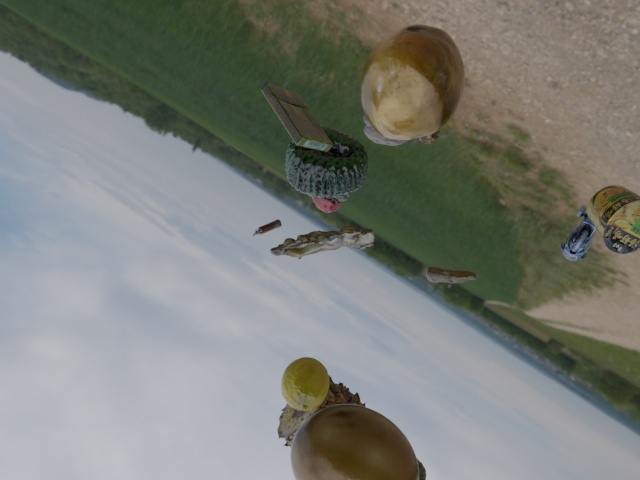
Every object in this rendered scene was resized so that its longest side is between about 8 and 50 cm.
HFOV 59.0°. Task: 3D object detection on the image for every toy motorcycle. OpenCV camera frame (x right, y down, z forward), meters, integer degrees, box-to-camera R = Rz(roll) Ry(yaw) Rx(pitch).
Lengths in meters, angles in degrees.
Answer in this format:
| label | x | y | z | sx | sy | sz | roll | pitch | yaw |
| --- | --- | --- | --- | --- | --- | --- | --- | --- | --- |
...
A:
| label | x | y | z | sx | sy | sz | roll | pitch | yaw |
| --- | --- | --- | --- | --- | --- | --- | --- | --- | --- |
| toy motorcycle | 0.772 | -0.021 | 1.652 | 0.092 | 0.136 | 0.254 | 33 | -132 | 21 |

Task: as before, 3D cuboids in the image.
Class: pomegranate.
| label | x | y | z | sx | sy | sz | roll | pitch | yaw |
| --- | --- | --- | --- | --- | --- | --- | --- | --- | --- |
| pomegranate | 0.232 | -0.402 | 1.437 | 0.307 | 0.307 | 0.307 | 31 | -177 | -2 |

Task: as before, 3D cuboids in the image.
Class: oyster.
| label | x | y | z | sx | sy | sz | roll | pitch | yaw |
| --- | --- | --- | --- | --- | --- | --- | --- | --- | --- |
| oyster | 0.001 | 0.000 | 1.709 | 0.344 | 0.079 | 0.128 | -9 | 166 | 24 |

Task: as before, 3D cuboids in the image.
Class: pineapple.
| label | x | y | z | sx | sy | sz | roll | pitch | yaw |
| --- | --- | --- | --- | --- | --- | --- | --- | --- | --- |
| pineapple | 0.024 | 0.720 | 2.231 | 0.300 | 0.352 | 0.352 | 35 | -178 | -10 |

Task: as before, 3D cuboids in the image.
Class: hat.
| label | x | y | z | sx | sy | sz | roll | pitch | yaw |
| --- | --- | --- | --- | --- | --- | --- | --- | --- | --- |
| hat | 0.014 | -0.207 | 1.942 | 0.274 | 0.242 | 0.332 | 23 | 147 | 12 |

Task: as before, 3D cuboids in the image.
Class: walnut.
| label | x | y | z | sx | sy | sz | roll | pitch | yaw |
| --- | --- | --- | --- | --- | --- | --- | --- | --- | --- |
| walnut | 0.277 | -0.469 | 2.202 | 0.224 | 0.224 | 0.224 | 31 | -177 | -2 |

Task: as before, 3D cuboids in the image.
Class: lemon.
| label | x | y | z | sx | sy | sz | roll | pitch | yaw |
| --- | --- | --- | --- | --- | --- | --- | --- | --- | --- |
| lemon | -0.055 | 0.512 | 2.016 | 0.180 | 0.193 | 0.181 | 17 | 147 | 12 |

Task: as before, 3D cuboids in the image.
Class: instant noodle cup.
| label | x | y | z | sx | sy | sz | roll | pitch | yaw |
| --- | --- | --- | --- | --- | --- | --- | --- | --- | --- |
| instant noodle cup | 0.745 | -0.062 | 1.405 | 0.151 | 0.151 | 0.122 | 30 | -157 | -27 |

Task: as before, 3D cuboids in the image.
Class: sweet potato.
| label | x | y | z | sx | sy | sz | roll | pitch | yaw |
| --- | --- | --- | --- | --- | --- | --- | --- | --- | --- |
| sweet potato | 0.504 | 0.136 | 2.228 | 0.081 | 0.062 | 0.233 | -16 | -169 | -37 |

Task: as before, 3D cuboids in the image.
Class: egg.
| label | x | y | z | sx | sy | sz | roll | pitch | yaw |
| --- | --- | --- | --- | --- | --- | --- | --- | --- | --- |
| egg | 0.091 | 0.582 | 1.483 | 0.351 | 0.283 | 0.282 | 27 | -177 | -5 |

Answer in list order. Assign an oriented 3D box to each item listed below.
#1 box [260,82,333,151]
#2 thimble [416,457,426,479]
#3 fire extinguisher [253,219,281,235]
| label | x | y | z | sx | sy | sz | roll | pitch | yaw |
| --- | --- | --- | --- | --- | --- | --- | --- | --- | --- |
| box | -0.058 | -0.306 | 1.406 | 0.121 | 0.030 | 0.193 | 1 | -128 | -53 |
| thimble | 0.277 | 0.721 | 1.755 | 0.084 | 0.062 | 0.110 | -15 | -131 | -27 |
| fire extinguisher | -0.145 | -0.032 | 1.532 | 0.022 | 0.083 | 0.028 | 54 | 147 | 16 |
